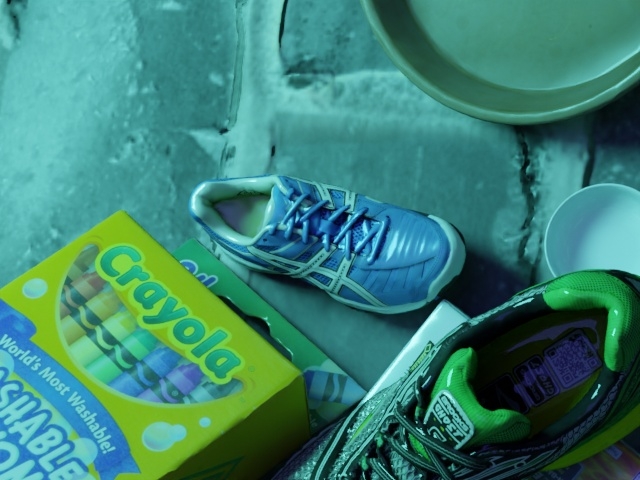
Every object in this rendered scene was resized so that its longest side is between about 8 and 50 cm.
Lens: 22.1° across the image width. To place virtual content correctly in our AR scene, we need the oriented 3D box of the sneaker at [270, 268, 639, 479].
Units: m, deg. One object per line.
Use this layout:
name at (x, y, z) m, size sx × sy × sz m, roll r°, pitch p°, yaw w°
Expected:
sneaker at (0.066, 0.126, 1.020) m, size 0.343 × 0.146 × 0.134 m, roll -41°, pitch 67°, yaw 6°

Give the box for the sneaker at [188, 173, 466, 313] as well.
sneaker at (0.000, 0.000, 1.147) m, size 0.211 × 0.081 × 0.080 m, roll 8°, pitch 79°, yaw 28°

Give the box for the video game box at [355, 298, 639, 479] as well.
video game box at (0.103, 0.173, 1.099) m, size 0.205 × 0.048 × 0.187 m, roll 39°, pitch 93°, yaw 23°

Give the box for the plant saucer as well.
plant saucer at (0.149, -0.219, 1.139) m, size 0.277 × 0.041 × 0.278 m, roll 2°, pitch 94°, yaw 29°

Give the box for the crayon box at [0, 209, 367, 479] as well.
crayon box at (-0.154, 0.113, 1.093) m, size 0.323 × 0.083 × 0.203 m, roll -35°, pitch 56°, yaw -23°

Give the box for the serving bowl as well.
serving bowl at (0.197, 0.004, 1.118) m, size 0.083 × 0.027 × 0.083 m, roll -5°, pitch 76°, yaw 18°
